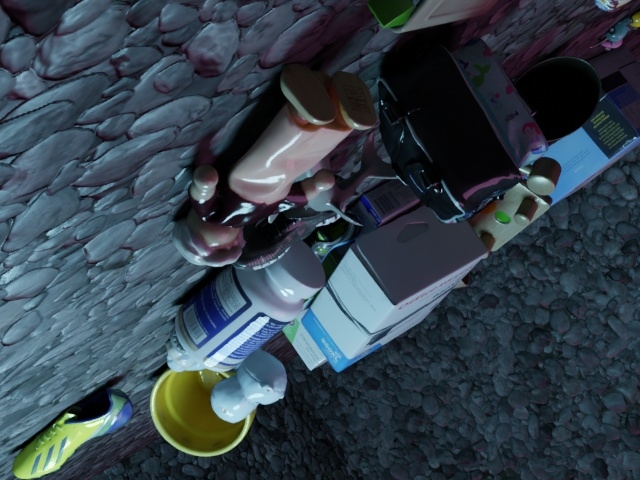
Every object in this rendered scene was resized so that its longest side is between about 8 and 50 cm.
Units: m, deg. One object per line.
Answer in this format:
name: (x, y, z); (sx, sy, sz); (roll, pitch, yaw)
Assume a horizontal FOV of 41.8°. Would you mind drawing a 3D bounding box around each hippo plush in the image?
hippo plush: (-0.171, 0.265, 1.859); (0.294, 0.236, 0.234); (-36, 170, 1)

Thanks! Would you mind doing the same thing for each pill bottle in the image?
pill bottle: (-0.126, 0.109, 1.508); (0.265, 0.153, 0.153); (-39, 170, 26)

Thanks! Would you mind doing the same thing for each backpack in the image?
backpack: (0.179, -0.142, 1.146); (0.191, 0.225, 0.253); (-30, 174, -6)

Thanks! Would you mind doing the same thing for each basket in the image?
basket: (0.463, -0.269, 1.754); (0.204, 0.154, 0.227); (-35, 174, 1)

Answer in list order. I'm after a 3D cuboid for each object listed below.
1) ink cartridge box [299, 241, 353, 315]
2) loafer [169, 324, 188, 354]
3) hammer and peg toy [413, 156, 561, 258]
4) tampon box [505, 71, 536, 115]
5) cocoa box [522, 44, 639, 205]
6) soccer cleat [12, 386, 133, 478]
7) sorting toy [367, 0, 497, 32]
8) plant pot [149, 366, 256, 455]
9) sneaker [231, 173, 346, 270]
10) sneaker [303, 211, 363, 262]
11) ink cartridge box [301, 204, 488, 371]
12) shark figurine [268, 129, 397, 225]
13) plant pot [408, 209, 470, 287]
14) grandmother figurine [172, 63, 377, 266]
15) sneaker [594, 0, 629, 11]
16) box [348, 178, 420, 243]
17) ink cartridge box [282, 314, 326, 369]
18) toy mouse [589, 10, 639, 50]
ink cartridge box: (-0.018, 0.099, 2.024); (0.255, 0.097, 0.189); (-19, 162, -49)
loafer: (-0.197, 0.147, 1.694); (0.251, 0.094, 0.087); (-26, 179, -23)
hammer and peg toy: (0.363, -0.128, 1.825); (0.127, 0.266, 0.361); (-55, -179, -31)
tampon box: (0.301, -0.218, 1.554); (0.120, 0.101, 0.161); (-33, 171, -11)
cocoa box: (0.679, -0.287, 2.152); (0.231, 0.228, 0.347); (-28, 168, -38)
soccer cleat: (-0.541, 0.403, 1.789); (0.289, 0.093, 0.121); (-31, 140, -3)
sorting toy: (0.179, -0.302, 0.899); (0.348, 0.047, 0.196); (-25, 170, -46)
plant pot: (-0.272, 0.377, 2.127); (0.254, 0.254, 0.239); (-39, -174, 18)
sneaker: (-0.048, -0.039, 1.317); (0.234, 0.078, 0.106); (-32, 164, -25)
sneaker: (0.000, 0.000, 1.738); (0.188, 0.067, 0.078); (-35, 149, 7)
ink cartridge box: (0.156, 0.105, 1.893); (0.286, 0.166, 0.395); (-27, 163, -29)
shark figurine: (0.036, -0.068, 1.237); (0.166, 0.116, 0.278); (-58, 159, 19)
plant pot: (0.225, 0.040, 2.244); (0.274, 0.256, 0.256); (-19, 176, 18)
grandmother figurine: (-0.073, -0.073, 1.010); (0.208, 0.104, 0.342); (9, 145, -36)
sneaker: (0.473, -0.402, 1.355); (0.186, 0.069, 0.084); (-25, 161, -43)
box: (0.128, -0.064, 1.796); (0.126, 0.072, 0.137); (-29, 168, -32)
ink cartridge box: (0.033, 0.220, 2.469); (0.273, 0.198, 0.115); (-39, 169, 19)
toy mouse: (0.663, -0.456, 1.863); (0.143, 0.031, 0.161); (-34, 171, -9)
